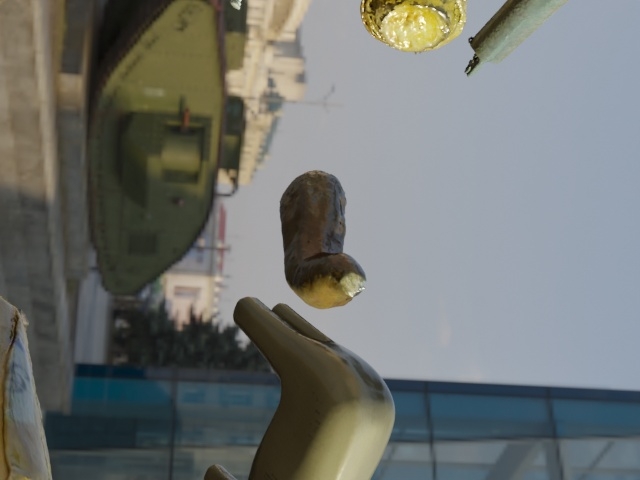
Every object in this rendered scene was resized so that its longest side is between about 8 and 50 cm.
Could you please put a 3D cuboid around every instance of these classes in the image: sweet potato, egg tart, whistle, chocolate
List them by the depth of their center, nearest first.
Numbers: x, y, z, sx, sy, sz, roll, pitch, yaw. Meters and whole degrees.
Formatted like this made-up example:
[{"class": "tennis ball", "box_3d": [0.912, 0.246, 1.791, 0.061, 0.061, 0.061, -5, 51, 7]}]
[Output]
[{"class": "sweet potato", "box_3d": [-0.001, 0.006, 1.002, 0.233, 0.062, 0.081, -104, -152, -61]}, {"class": "chocolate", "box_3d": [-0.346, 0.229, 1.131, 0.445, 0.162, 0.162, -123, -146, -47]}, {"class": "whistle", "box_3d": [0.264, -0.295, 1.343, 0.068, 0.057, 0.326, -53, -175, -29]}, {"class": "egg tart", "box_3d": [0.160, -0.385, 1.891, 0.191, 0.191, 0.074, 104, -7, -51]}]

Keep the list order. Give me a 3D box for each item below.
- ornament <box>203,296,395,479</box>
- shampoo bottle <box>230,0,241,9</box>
[{"class": "ornament", "box_3d": [-0.019, 0.185, 0.749, 0.245, 0.061, 0.230, 34, -76, 53]}, {"class": "shampoo bottle", "box_3d": [-0.089, -0.427, 1.733, 0.152, 0.045, 0.077, -50, -134, 3]}]
